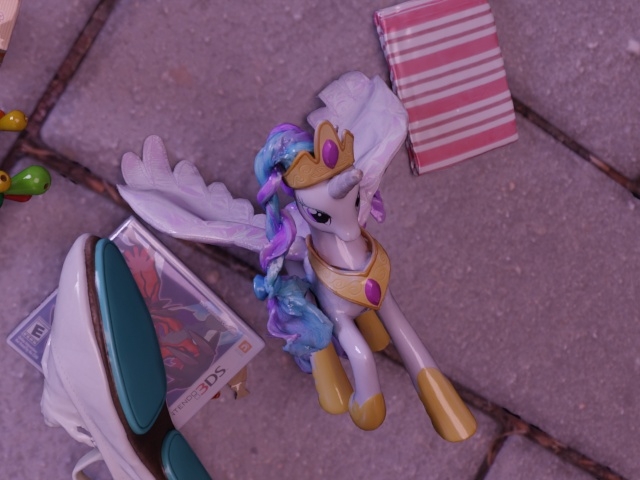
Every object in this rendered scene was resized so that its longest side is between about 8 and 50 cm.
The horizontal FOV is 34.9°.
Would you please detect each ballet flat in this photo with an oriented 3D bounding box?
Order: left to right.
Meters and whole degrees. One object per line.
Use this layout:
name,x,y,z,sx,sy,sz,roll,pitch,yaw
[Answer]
ballet flat,-0.203,0.192,1.018,0.139,0.139,0.400,-25,108,-16

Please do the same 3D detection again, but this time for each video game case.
video game case,-0.190,0.105,1.069,0.183,0.023,0.201,-44,107,0

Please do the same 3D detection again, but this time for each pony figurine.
pony figurine,0.000,0.000,1.009,0.303,0.351,0.363,-27,122,-12

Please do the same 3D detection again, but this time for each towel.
towel,0.148,-0.186,1.182,0.144,0.029,0.197,-19,103,-17

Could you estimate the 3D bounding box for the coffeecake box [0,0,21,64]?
coffeecake box,-0.348,-0.215,0.918,0.142,0.185,0.068,16,89,-20

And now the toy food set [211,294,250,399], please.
toy food set,-0.125,0.122,1.114,0.078,0.019,0.122,-14,105,-18

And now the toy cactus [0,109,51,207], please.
toy cactus,-0.378,-0.059,0.980,0.219,0.112,0.180,13,109,-22
